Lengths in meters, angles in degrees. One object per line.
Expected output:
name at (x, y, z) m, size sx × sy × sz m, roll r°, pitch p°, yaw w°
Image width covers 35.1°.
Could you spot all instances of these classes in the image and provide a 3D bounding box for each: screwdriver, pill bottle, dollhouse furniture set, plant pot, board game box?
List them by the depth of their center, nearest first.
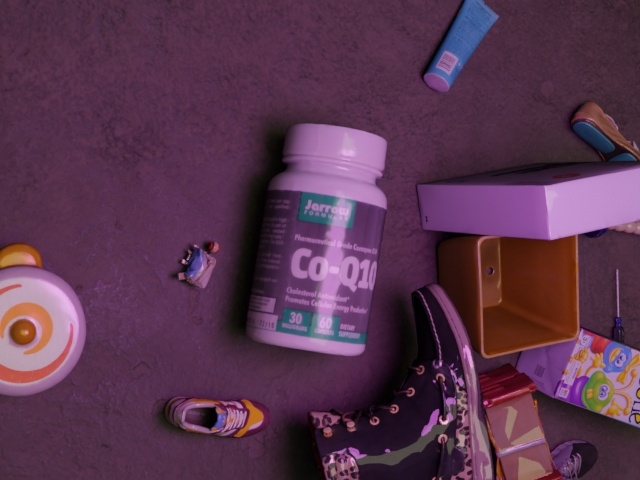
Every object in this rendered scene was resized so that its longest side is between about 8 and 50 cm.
pill bottle at (0.000, 0.000, 1.678) m, size 0.204 × 0.204 × 0.360 m, roll 10°, pitch 87°, yaw -25°
plant pot at (0.324, 0.074, 1.836) m, size 0.212 × 0.187 × 0.212 m, roll -8°, pitch 101°, yaw -25°
dollhouse furniture set at (0.229, 0.385, 1.848) m, size 0.374 × 0.152 × 0.201 m, roll -17°, pitch 99°, yaw -7°
board game box at (0.541, 0.256, 1.963) m, size 0.275 × 0.144 × 0.142 m, roll 21°, pitch 92°, yaw -25°
screwdriver at (0.606, 0.143, 2.067) m, size 0.025 × 0.024 × 0.169 m, roll -13°, pitch 100°, yaw -53°

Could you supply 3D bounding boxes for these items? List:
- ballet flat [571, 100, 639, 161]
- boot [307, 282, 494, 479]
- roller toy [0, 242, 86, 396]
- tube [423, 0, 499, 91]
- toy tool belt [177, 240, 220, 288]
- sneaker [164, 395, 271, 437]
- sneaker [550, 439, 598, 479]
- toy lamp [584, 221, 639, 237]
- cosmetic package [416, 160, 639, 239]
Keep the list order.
ballet flat at (0.597, -0.191, 2.033) m, size 0.232 × 0.080 × 0.073 m, roll 42°, pitch 59°, yaw -21°
boot at (0.120, 0.277, 1.691) m, size 0.284 × 0.138 × 0.377 m, roll -11°, pitch 88°, yaw -6°
roller toy at (-0.448, 0.128, 1.496) m, size 0.191 × 0.146 × 0.209 m, roll 42°, pitch 73°, yaw -21°
tube at (0.262, -0.371, 1.886) m, size 0.080 × 0.052 × 0.207 m, roll 41°, pitch 69°, yaw -25°
toy tool belt at (-0.201, 0.034, 1.666) m, size 0.051 × 0.052 × 0.083 m, roll 27°, pitch 79°, yaw -32°
sneaker at (-0.160, 0.296, 1.671) m, size 0.186 × 0.084 × 0.069 m, roll 6°, pitch 88°, yaw -25°
sneaker at (0.474, 0.459, 1.950) m, size 0.229 × 0.132 × 0.086 m, roll -17°, pitch 98°, yaw -24°
toy lamp at (0.663, -0.023, 2.064) m, size 0.275 × 0.080 × 0.080 m, roll 5°, pitch 89°, yaw -25°
cosmetic package at (0.388, -0.076, 1.765) m, size 0.285 × 0.377 × 0.097 m, roll -13°, pitch 99°, yaw -25°
